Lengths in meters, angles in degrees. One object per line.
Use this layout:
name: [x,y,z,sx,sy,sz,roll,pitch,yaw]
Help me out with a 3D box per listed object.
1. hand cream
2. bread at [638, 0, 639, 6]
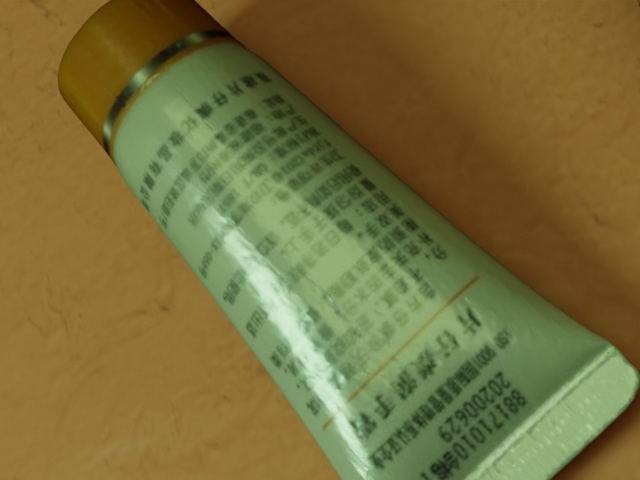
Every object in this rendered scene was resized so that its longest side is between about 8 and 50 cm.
hand cream: [0.000,0.000,0.657,0.140,0.089,0.314,-42,67,7]
bread: [0.219,-0.144,0.589,0.244,0.123,0.190,14,78,25]
